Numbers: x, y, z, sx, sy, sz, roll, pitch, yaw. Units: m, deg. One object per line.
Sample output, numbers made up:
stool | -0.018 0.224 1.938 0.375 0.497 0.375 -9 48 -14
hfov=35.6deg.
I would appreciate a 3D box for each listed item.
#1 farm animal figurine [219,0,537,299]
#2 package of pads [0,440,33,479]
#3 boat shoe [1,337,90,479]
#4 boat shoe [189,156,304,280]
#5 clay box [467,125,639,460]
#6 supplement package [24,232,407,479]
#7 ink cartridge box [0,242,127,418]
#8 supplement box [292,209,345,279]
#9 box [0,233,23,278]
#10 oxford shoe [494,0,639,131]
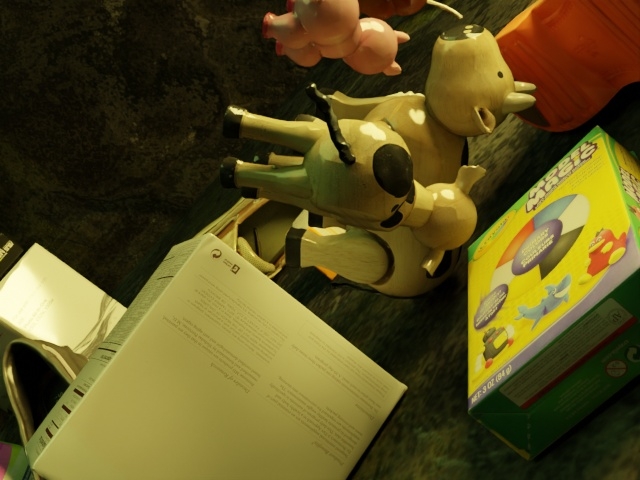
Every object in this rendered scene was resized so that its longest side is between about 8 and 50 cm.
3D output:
farm animal figurine | 0.064 -0.071 0.739 0.327 0.172 0.330 89 -163 -47
package of pads | -0.369 0.386 1.071 0.229 0.101 0.296 -136 63 -79
boat shoe | -0.249 0.223 0.993 0.112 0.095 0.335 -44 44 7
boat shoe | -0.110 0.018 1.378 0.324 0.122 0.120 -51 15 3
clay box | 0.148 0.016 0.606 0.127 0.053 0.222 -46 14 25
supplement package | -0.085 0.136 0.766 0.203 0.194 0.149 -54 12 -15
ink cartridge box | -0.305 0.163 1.253 0.211 0.289 0.121 -37 19 48
supplement box | 0.000 0.000 1.163 0.036 0.062 0.098 -50 12 15
box | -0.475 0.099 1.277 0.184 0.045 0.190 -50 11 21
oxford shoe | 0.239 -0.186 0.700 0.133 0.130 0.364 -48 11 -16
